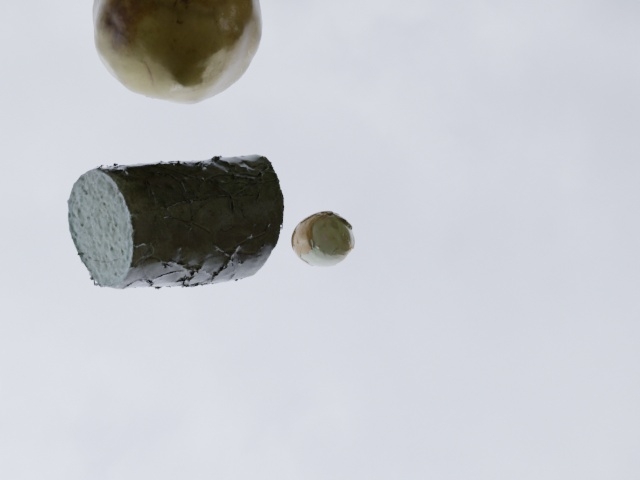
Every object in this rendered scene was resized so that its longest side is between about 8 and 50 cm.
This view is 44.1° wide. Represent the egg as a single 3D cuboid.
[{"bbox_3d":[0.000,0.000,0.997,0.071,0.083,0.071,22,-120,-44],"label":"egg"}]

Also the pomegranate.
[{"bbox_3d":[-0.282,-0.425,1.559,0.332,0.332,0.332,10,-122,-17],"label":"pomegranate"}]

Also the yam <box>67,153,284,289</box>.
[{"bbox_3d":[-0.251,-0.037,1.417,0.348,0.241,0.241,-7,-117,-43],"label":"yam"}]
